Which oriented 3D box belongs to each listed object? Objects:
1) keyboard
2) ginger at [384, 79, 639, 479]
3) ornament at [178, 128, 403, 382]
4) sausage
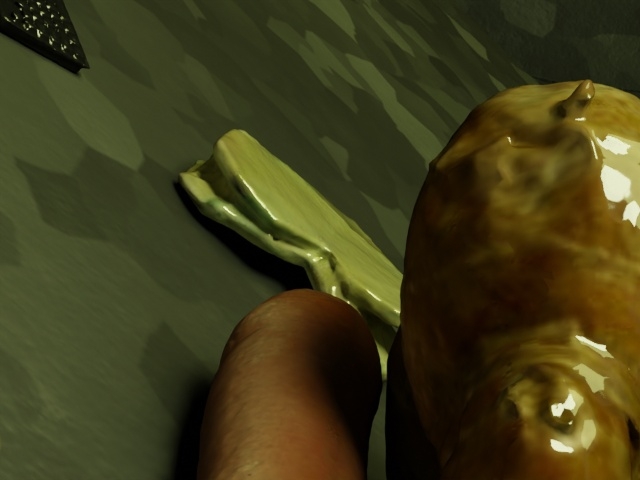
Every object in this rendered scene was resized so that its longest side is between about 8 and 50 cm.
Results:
[{"bbox_3d":[-0.224,-0.211,1.033,0.087,0.017,0.250,31,24,-44],"label":"keyboard"},{"bbox_3d":[0.108,0.110,0.714,0.357,0.152,0.274,88,3,-58],"label":"ginger"},{"bbox_3d":[0.000,0.000,1.031,0.201,0.059,0.180,44,15,-2],"label":"ornament"},{"bbox_3d":[-0.017,0.142,0.621,0.094,0.094,0.419,61,12,-22],"label":"sausage"}]
